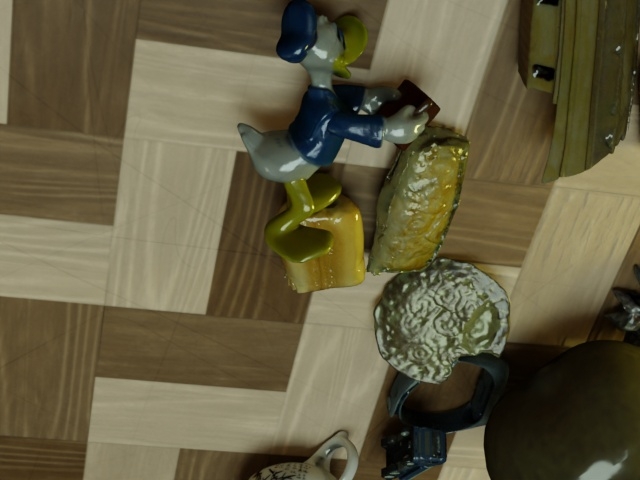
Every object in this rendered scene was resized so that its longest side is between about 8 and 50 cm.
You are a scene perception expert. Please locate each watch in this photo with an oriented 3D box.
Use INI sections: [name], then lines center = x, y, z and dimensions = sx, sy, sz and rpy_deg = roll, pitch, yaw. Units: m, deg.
[watch]
center = 0.223, 0.256, 2.123
dimensions = 0.193, 0.068, 0.206
rpy_deg = 4, 131, -11

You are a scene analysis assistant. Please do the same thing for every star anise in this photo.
[star anise]
center = 0.576, 0.117, 2.048
dimensions = 0.180, 0.061, 0.204
rpy_deg = 30, 120, -27

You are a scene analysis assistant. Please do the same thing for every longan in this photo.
[longan]
center = 0.452, 0.336, 2.044
dimensions = 0.361, 0.361, 0.361
rpy_deg = -3, 130, -4

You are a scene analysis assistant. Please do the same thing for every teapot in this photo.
[teapot]
center = -0.041, 0.472, 2.230
dimensions = 0.299, 0.166, 0.208
rpy_deg = -40, 115, 16

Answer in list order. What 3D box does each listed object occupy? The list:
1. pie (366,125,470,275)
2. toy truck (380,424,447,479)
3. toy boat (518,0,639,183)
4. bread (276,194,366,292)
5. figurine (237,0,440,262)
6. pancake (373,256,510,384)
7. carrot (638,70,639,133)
[pie]
center = 0.147, -0.048, 1.859
dimensions = 0.128, 0.068, 0.282
rpy_deg = -5, 135, -22
[toy truck]
center = 0.163, 0.386, 2.173
dimensions = 0.088, 0.074, 0.202
rpy_deg = 8, 157, -14
[toy boat]
center = 0.343, -0.269, 1.658
dimensions = 0.162, 0.136, 0.445
rpy_deg = 16, 134, 26
[bread]
center = 0.000, -0.001, 1.874
dimensions = 0.134, 0.085, 0.173
rpy_deg = -6, 131, -2
[figurine]
center = 0.023, -0.175, 1.667
dimensions = 0.283, 0.204, 0.338
rpy_deg = -12, 126, 3
[pancake]
center = 0.199, 0.132, 1.998
dimensions = 0.235, 0.029, 0.212
rpy_deg = -20, 104, 13
[carrot]
center = 0.497, -0.188, 1.791
dimensions = 0.060, 0.060, 0.186
rpy_deg = -14, 130, 6
